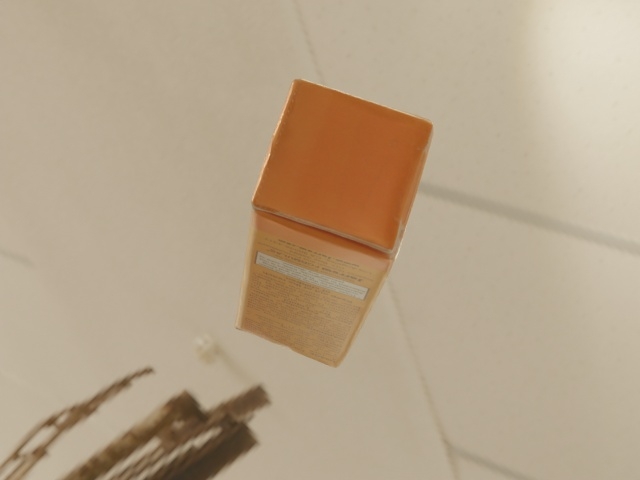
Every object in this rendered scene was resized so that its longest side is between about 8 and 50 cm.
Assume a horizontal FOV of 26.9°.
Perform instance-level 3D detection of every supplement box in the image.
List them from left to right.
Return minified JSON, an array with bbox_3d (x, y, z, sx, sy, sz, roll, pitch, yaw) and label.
[{"bbox_3d":[0.000,0.000,0.737,0.080,0.078,0.233,17,-20,2],"label":"supplement box"}]
